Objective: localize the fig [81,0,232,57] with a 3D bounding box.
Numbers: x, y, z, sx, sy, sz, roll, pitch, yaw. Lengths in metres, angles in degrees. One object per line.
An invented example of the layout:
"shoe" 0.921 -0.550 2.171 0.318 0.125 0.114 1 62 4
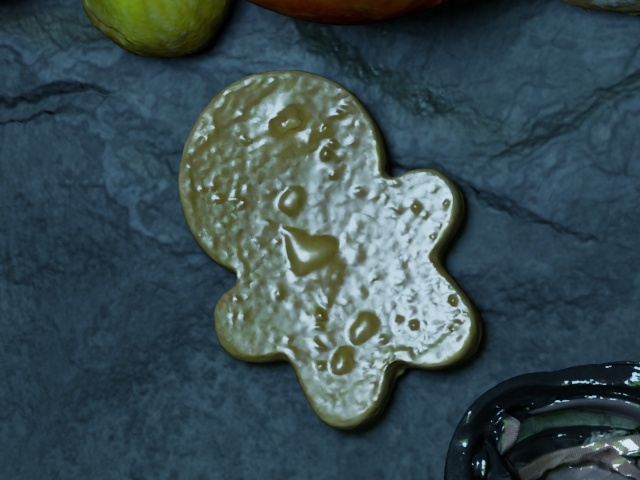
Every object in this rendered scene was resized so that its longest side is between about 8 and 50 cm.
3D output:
"fig" -0.170 -0.279 1.825 0.159 0.257 0.159 -4 67 10

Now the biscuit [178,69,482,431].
"biscuit" 0.001 0.000 1.840 0.275 0.052 0.355 -37 73 8

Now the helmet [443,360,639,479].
"helmet" 0.235 0.218 1.696 0.253 0.154 0.198 3 63 -2

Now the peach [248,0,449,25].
"peach" 0.030 -0.364 1.744 0.372 0.290 0.372 -18 61 37

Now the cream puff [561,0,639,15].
"cream puff" 0.271 -0.279 1.758 0.165 0.150 0.115 22 68 -19
